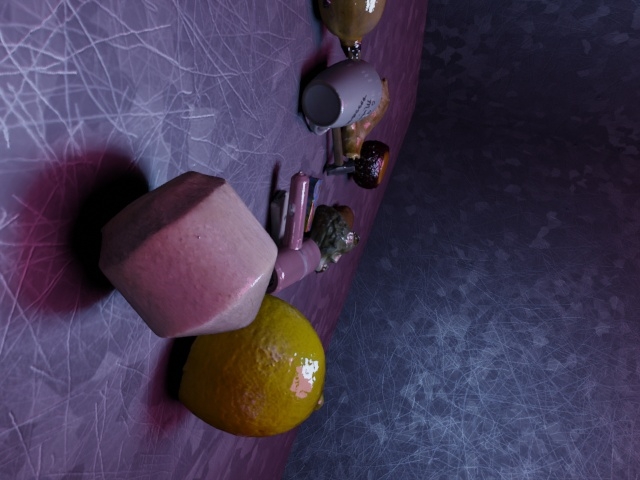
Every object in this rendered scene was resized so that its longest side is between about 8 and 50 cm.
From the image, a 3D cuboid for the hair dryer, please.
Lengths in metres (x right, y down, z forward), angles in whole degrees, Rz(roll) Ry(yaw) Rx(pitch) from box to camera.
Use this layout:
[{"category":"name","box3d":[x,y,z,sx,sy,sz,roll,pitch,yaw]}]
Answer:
[{"category":"hair dryer","box3d":[-0.092,-0.032,1.292,0.210,0.126,0.352,-27,130,-53]}]

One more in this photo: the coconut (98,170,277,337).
[{"category":"coconut","box3d":[-0.193,0.037,0.698,0.265,0.238,0.237,52,39,-17]}]

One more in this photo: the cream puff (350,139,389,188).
[{"category":"cream puff","box3d":[0.230,-0.365,2.124,0.239,0.165,0.238,17,90,-77]}]

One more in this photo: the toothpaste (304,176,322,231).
[{"category":"toothpaste","box3d":[-0.044,-0.127,1.585,0.070,0.044,0.193,-23,129,-71]}]

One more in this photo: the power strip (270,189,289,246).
[{"category":"power strip","box3d":[-0.122,-0.066,1.370,0.192,0.035,0.081,93,21,-45]}]

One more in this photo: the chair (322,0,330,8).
[{"category":"chair","box3d":[-0.016,-0.640,0.948,0.229,0.113,0.106,89,20,-60]}]

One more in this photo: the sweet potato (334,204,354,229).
[{"category":"sweet potato","box3d":[0.095,-0.089,2.022,0.337,0.131,0.131,-33,138,-67]}]

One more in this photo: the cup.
[{"category":"cup","box3d":[0.037,-0.409,1.358,0.258,0.186,0.234,-48,177,42]}]

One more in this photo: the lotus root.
[{"category":"lotus root","box3d":[0.083,-0.632,1.187,0.309,0.183,0.182,92,20,-48]}]

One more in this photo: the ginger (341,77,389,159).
[{"category":"ginger","box3d":[0.180,-0.505,1.768,0.236,0.166,0.375,101,4,-53]}]

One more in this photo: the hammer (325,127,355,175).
[{"category":"hammer","box3d":[0.061,-0.387,1.607,0.365,0.111,0.043,82,1,-47]}]

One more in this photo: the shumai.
[{"category":"shumai","box3d":[0.002,-0.001,1.685,0.218,0.189,0.256,-48,-159,-11]}]

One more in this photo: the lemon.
[{"category":"lemon","box3d":[-0.142,0.312,1.107,0.364,0.365,0.363,17,90,-76]}]
